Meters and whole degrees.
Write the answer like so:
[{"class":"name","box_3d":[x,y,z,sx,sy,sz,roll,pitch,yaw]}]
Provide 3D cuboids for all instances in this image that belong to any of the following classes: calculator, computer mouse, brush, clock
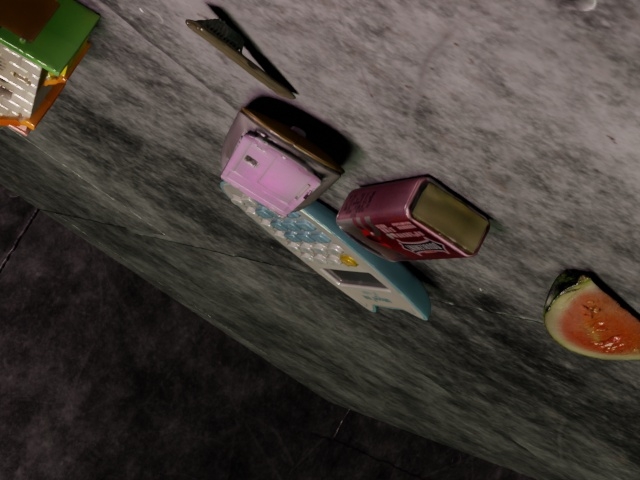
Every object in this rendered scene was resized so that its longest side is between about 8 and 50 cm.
[{"class":"calculator","box_3d":[0.000,0.000,2.065,0.386,0.054,0.256,36,166,-23]},{"class":"computer mouse","box_3d":[-0.057,-0.106,1.722,0.158,0.072,0.310,32,167,-5]},{"class":"brush","box_3d":[-0.086,-0.214,1.479,0.034,0.028,0.190,24,175,38]},{"class":"clock","box_3d":[-0.437,-0.257,1.732,0.219,0.106,0.255,31,151,-5]}]

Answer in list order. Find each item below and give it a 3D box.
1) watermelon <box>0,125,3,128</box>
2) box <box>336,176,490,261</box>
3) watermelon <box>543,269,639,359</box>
[{"class":"watermelon","box_3d":[-0.602,-0.264,2.057,0.232,0.310,0.193,68,164,0]},{"class":"box","box_3d":[0.116,-0.025,1.676,0.120,0.069,0.224,34,165,-19]},{"class":"watermelon","box_3d":[0.365,0.107,1.687,0.119,0.063,0.245,0,150,40]}]
